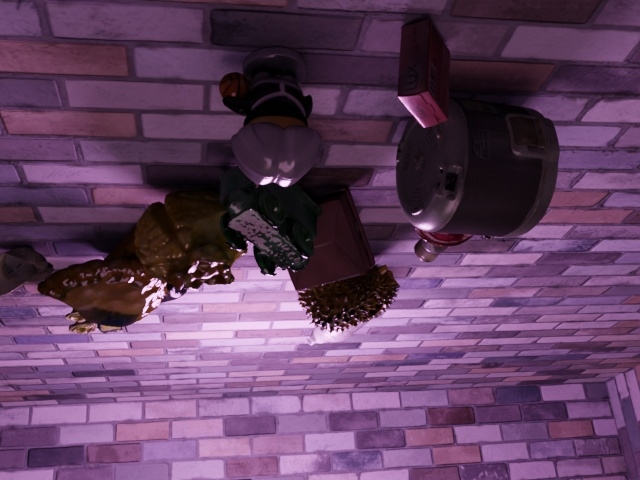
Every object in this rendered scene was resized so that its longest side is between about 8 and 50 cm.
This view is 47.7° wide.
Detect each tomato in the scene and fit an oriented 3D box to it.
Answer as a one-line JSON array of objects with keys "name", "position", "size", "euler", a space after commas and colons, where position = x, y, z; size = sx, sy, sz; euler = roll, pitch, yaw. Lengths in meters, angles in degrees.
[{"name": "tomato", "position": [0.318, -0.084, 1.816], "size": [0.173, 0.099, 0.189], "euler": [15, 112, -7]}]

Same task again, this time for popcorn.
[{"name": "popcorn", "position": [-0.301, -0.002, 1.706], "size": [0.257, 0.270, 0.224], "euler": [19, 134, 22]}]

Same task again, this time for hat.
[{"name": "hat", "position": [-0.801, 0.082, 1.920], "size": [0.166, 0.122, 0.081], "euler": [-39, -175, -10]}]

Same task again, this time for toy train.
[{"name": "toy train", "position": [-0.678, 0.193, 2.186], "size": [0.177, 0.134, 0.261], "euler": [-7, 158, -16]}, {"name": "toy train", "position": [-0.112, -0.047, 1.612], "size": [0.145, 0.202, 0.266], "euler": [-26, 130, 23]}]

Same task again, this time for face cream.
[{"name": "face cream", "position": [0.340, -0.027, 1.987], "size": [0.114, 0.070, 0.224], "euler": [7, 144, -25]}, {"name": "face cream", "position": [0.056, 0.269, 2.474], "size": [0.145, 0.145, 0.370], "euler": [5, 155, -21]}]

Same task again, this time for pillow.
[{"name": "pillow", "position": [-0.495, 0.169, 2.260], "size": [0.150, 0.048, 0.090], "euler": [-16, 151, 18]}]

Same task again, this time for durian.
[{"name": "durian", "position": [0.076, 0.147, 2.112], "size": [0.292, 0.258, 0.258], "euler": [-14, 156, -6]}]

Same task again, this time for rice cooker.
[{"name": "rice cooker", "position": [0.315, -0.147, 1.455], "size": [0.276, 0.288, 0.288], "euler": [3, 154, -17]}]

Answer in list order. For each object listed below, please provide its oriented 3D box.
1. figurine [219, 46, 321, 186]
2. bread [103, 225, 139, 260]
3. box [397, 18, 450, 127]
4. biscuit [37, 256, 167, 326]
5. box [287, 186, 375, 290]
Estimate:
[{"name": "figurine", "position": [-0.089, -0.213, 1.276], "size": [0.176, 0.236, 0.133], "euler": [1, 156, -15]}, {"name": "bread", "position": [-0.478, 0.038, 1.947], "size": [0.139, 0.077, 0.271], "euler": [12, 148, -38]}, {"name": "box", "position": [0.182, -0.292, 1.261], "size": [0.060, 0.156, 0.111], "euler": [-5, 158, 30]}, {"name": "biscuit", "position": [-0.585, 0.145, 1.958], "size": [0.335, 0.078, 0.329], "euler": [1, 146, -16]}, {"name": "box", "position": [0.000, 0.000, 1.795], "size": [0.215, 0.215, 0.086], "euler": [-15, -166, 21]}]
